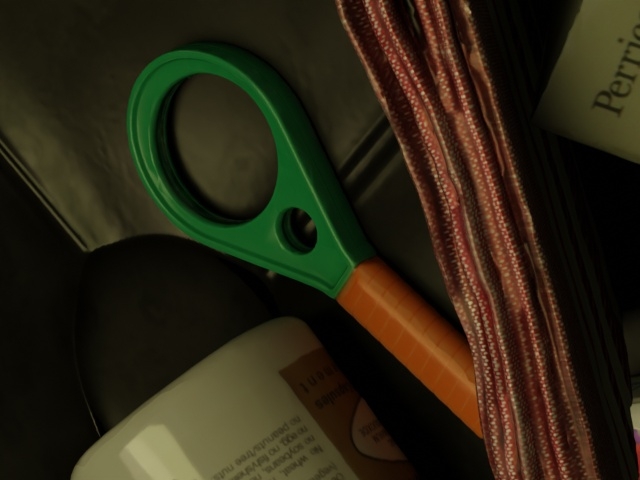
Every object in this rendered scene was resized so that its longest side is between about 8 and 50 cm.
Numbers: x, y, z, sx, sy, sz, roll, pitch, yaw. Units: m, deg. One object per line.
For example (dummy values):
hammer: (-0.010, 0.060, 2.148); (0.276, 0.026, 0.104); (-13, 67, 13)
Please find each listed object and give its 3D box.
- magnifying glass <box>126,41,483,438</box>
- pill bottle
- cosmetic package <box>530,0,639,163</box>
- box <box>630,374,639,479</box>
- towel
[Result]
magnifying glass: (0.000, 0.000, 0.901); (0.231, 0.026, 0.092); (45, 127, 16)
pill bottle: (0.004, 0.159, 0.887); (0.229, 0.131, 0.131); (53, 129, 7)
cosmetic package: (0.224, -0.068, 0.564); (0.296, 0.129, 0.153); (18, 118, 2)
box: (0.208, 0.113, 0.780); (0.186, 0.038, 0.145); (-15, 98, 38)
towel: (0.058, -0.035, 0.662); (0.037, 0.329, 0.237); (-15, 99, 10)
